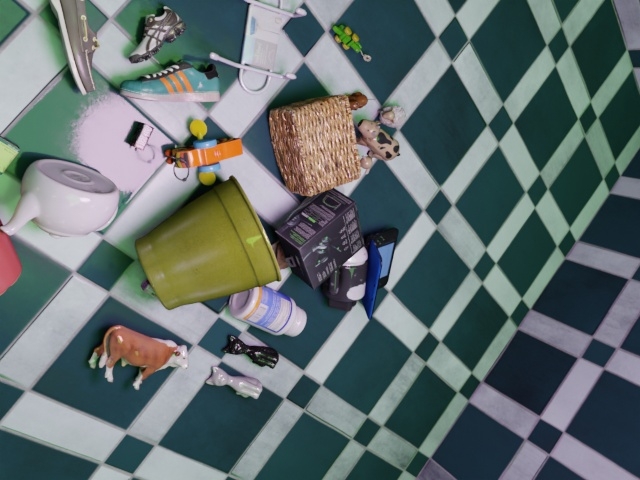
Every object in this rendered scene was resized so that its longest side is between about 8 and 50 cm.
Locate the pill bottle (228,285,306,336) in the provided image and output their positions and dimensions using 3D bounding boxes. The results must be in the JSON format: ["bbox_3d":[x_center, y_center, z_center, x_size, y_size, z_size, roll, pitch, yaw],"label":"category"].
[{"bbox_3d":[-0.184,0.254,1.871,0.272,0.152,0.152,32,87,-38],"label":"pill bottle"}]

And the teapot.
[{"bbox_3d":[-0.677,-0.091,1.385,0.256,0.252,0.187,18,107,-26],"label":"teapot"}]

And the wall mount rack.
[{"bbox_3d":[-0.202,-0.632,1.576,0.304,0.131,0.349,3,103,-35],"label":"wall mount rack"}]

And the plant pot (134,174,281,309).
[{"bbox_3d":[-0.357,0.037,1.590,0.353,0.366,0.366,-26,119,-11],"label":"plant pot"}]

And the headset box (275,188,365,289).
[{"bbox_3d":[0.000,0.000,1.803,0.283,0.131,0.246,-41,143,-18],"label":"headset box"}]

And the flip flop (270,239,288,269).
[{"bbox_3d":[-0.124,0.049,1.886,0.277,0.080,0.112,-40,124,-17],"label":"flip flop"}]

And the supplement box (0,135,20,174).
[{"bbox_3d":[-0.837,-0.228,1.326,0.083,0.056,0.083,38,83,-36],"label":"supplement box"}]

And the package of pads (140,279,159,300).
[{"bbox_3d":[-0.535,0.163,1.665,0.032,0.050,0.083,-51,126,-3],"label":"package of pads"}]

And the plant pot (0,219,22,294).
[{"bbox_3d":[-0.893,0.024,1.262,0.275,0.275,0.243,-34,130,-21],"label":"plant pot"}]

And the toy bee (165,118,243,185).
[{"bbox_3d":[-0.387,-0.272,1.580,0.298,0.162,0.195,-1,99,-60],"label":"toy bee"}]

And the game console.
[{"bbox_3d":[0.250,0.129,2.063,0.250,0.173,0.292,-18,129,-36],"label":"game console"}]

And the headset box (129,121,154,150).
[{"bbox_3d":[-0.526,-0.301,1.509,0.032,0.062,0.083,24,90,-36],"label":"headset box"}]

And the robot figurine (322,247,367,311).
[{"bbox_3d":[0.091,0.130,2.007,0.174,0.209,0.277,-1,107,-17],"label":"robot figurine"}]

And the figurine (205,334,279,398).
[{"bbox_3d":[-0.296,0.472,1.918,0.210,0.092,0.214,29,89,-29],"label":"figurine"}]

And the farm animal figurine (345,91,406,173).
[{"bbox_3d":[0.170,-0.364,1.890,0.327,0.172,0.329,9,100,-36],"label":"farm animal figurine"}]

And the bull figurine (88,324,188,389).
[{"bbox_3d":[-0.581,0.379,1.675,0.310,0.101,0.188,37,85,-37],"label":"bull figurine"}]

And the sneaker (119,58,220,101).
[{"bbox_3d":[-0.434,-0.465,1.496,0.302,0.108,0.120,-13,112,-39],"label":"sneaker"}]

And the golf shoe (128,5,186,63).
[{"bbox_3d":[-0.477,-0.578,1.452,0.198,0.077,0.094,-48,115,-20],"label":"golf shoe"}]

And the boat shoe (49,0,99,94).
[{"bbox_3d":[-0.626,-0.536,1.335,0.091,0.109,0.304,-17,111,-24],"label":"boat shoe"}]

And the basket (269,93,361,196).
[{"bbox_3d":[-0.022,-0.323,1.748,0.223,0.214,0.298,-24,112,-26],"label":"basket"}]

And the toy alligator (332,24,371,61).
[{"bbox_3d":[0.110,-0.703,1.816,0.190,0.056,0.051,28,49,-37],"label":"toy alligator"}]

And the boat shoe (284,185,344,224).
[{"bbox_3d":[-0.030,-0.119,1.892,0.267,0.088,0.096,-47,108,-9],"label":"boat shoe"}]
